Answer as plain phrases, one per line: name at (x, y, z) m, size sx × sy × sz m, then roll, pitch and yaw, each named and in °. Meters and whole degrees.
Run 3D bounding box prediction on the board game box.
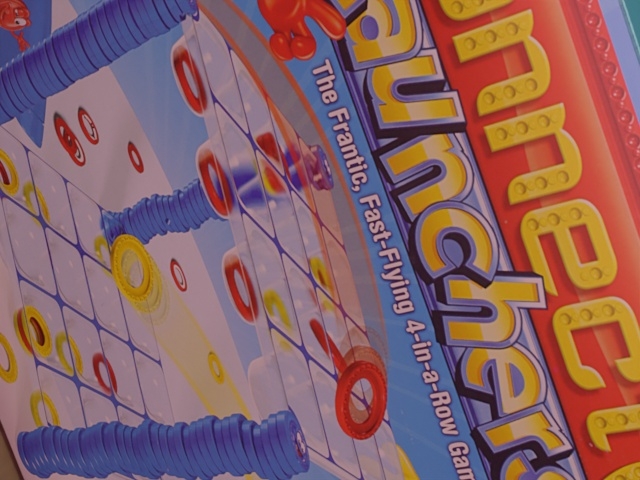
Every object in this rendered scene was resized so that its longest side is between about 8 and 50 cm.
board game box at (0.000, 0.000, 0.477) m, size 0.086 × 0.302 × 0.308 m, roll -29°, pitch 101°, yaw -53°
